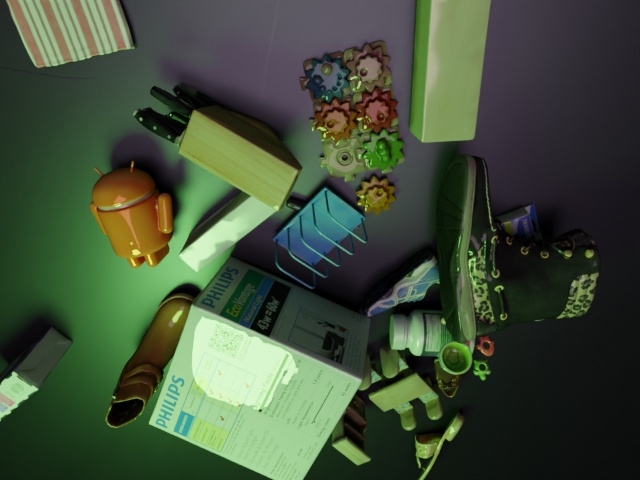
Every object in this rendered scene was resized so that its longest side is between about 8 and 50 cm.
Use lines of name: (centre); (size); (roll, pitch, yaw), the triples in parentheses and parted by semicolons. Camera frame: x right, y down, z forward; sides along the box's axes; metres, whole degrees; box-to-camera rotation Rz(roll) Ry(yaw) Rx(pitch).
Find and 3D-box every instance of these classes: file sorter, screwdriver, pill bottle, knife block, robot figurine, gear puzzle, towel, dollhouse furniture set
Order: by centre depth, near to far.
knife block: (-0.191, -0.177, 0.865); (0.241, 0.276, 0.088); (8, 122, -37)
towel: (-0.448, -0.400, 0.870); (0.196, 0.029, 0.144); (-10, 116, 4)
gear puzzle: (0.075, -0.197, 0.951); (0.175, 0.044, 0.339); (-12, 116, 7)
robot figurine: (-0.379, -0.053, 0.989); (0.128, 0.158, 0.220); (-29, 121, -30)
file sorter: (0.000, 0.000, 1.005); (0.118, 0.105, 0.170); (34, 117, -27)
screwdriver: (0.005, -0.051, 1.041); (0.169, 0.024, 0.025); (24, 86, -13)
pill bottle: (0.254, 0.213, 1.123); (0.179, 0.108, 0.108); (2, 117, 1)
dollhouse furniture set: (0.153, 0.408, 1.178); (0.242, 0.161, 0.212); (-32, 120, 20)

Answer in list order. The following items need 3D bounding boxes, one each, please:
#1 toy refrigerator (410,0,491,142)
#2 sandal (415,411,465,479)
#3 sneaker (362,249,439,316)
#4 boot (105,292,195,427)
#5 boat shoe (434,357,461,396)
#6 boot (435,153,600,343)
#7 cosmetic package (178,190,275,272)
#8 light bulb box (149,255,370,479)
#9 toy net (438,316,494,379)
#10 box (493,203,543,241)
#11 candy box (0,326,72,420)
toy refrigerator: (0.224, -0.320, 0.861); (0.102, 0.094, 0.270); (-5, 118, -4)
sandal: (0.299, 0.548, 1.326); (0.079, 0.088, 0.240); (34, 109, 19)
sneaker: (0.184, 0.114, 1.089); (0.211, 0.080, 0.081); (-38, 107, 20)
boot: (-0.382, 0.268, 1.099); (0.109, 0.220, 0.283); (39, 111, -17)
boat shoe: (0.309, 0.329, 1.165); (0.064, 0.060, 0.178); (-3, 147, 18)
boot: (0.384, 0.011, 0.954); (0.283, 0.138, 0.378); (-6, 103, -4)
cosmetic package: (-0.183, -0.038, 1.008); (0.239, 0.099, 0.060); (-36, 111, 18)
light bulb box: (-0.128, 0.289, 1.078); (0.360, 0.225, 0.358); (25, 115, -1)
toy net: (0.322, 0.176, 1.053); (0.121, 0.045, 0.233); (9, 72, 3)
box: (0.389, 0.003, 1.049); (0.178, 0.042, 0.109); (-20, 115, 12)
candy box: (-0.718, 0.327, 1.167); (0.196, 0.165, 0.070); (-37, 110, 18)
